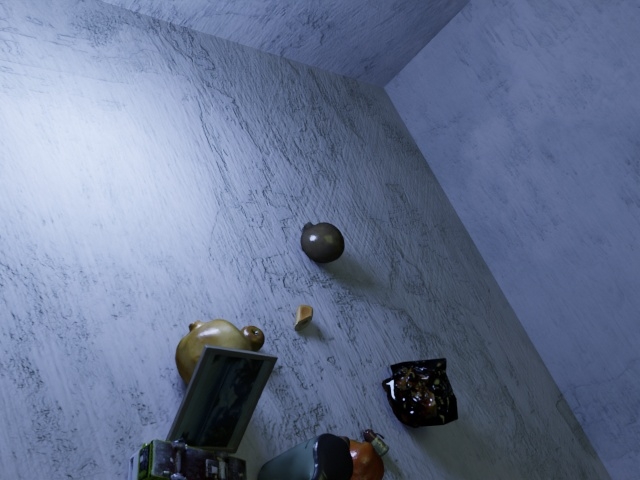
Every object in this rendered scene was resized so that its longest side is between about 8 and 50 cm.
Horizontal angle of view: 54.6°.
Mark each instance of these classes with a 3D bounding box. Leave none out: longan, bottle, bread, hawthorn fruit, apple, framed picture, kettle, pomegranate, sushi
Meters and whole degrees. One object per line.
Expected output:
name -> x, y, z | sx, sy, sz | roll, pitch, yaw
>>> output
longan -> 0.000, 0.000, 2.489 | 0.184, 0.159, 0.204 | -3, 42, -47
bottle -> 0.187, 0.691, 2.126 | 0.101, 0.047, 0.063 | 48, 25, 2
bread -> -0.060, 0.283, 2.239 | 0.062, 0.049, 0.103 | 6, 45, 0
hawthorn fruit -> 0.104, 0.708, 1.912 | 0.189, 0.189, 0.189 | 29, 39, -27
apple -> -0.225, 0.319, 2.005 | 0.089, 0.074, 0.090 | 29, 37, -25
framed picture -> -0.268, 0.435, 1.678 | 0.231, 0.315, 0.024 | 16, 10, -38
kettle -> -0.045, 0.661, 1.710 | 0.165, 0.255, 0.240 | 52, 32, -1
pomegranate -> -0.304, 0.338, 1.782 | 0.233, 0.233, 0.233 | 29, 39, -27
sushi -> 0.353, 0.573, 2.314 | 0.212, 0.215, 0.227 | -2, 79, -43

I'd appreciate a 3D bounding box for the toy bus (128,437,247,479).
toy bus -> -0.331, 0.594, 1.576 | 0.301, 0.139, 0.113 | 30, 38, -38
